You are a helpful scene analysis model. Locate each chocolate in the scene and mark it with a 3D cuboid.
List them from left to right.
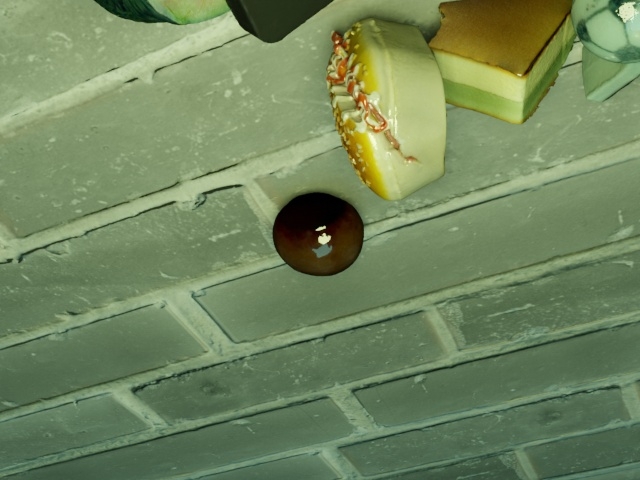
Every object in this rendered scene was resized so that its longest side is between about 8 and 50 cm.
[{"bbox_3d":[0.000,0.000,1.408,0.177,0.176,0.176,-1,137,-1],"label":"chocolate"}]

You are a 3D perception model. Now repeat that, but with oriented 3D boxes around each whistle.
[{"bbox_3d":[0.401,-0.299,1.048,0.164,0.163,0.289,11,161,-13],"label":"whistle"}]

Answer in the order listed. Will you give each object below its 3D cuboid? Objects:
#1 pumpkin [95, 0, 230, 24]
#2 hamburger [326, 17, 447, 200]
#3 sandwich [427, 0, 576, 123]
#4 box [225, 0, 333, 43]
[{"bbox_3d":[-0.225,-0.396,0.900,0.197,0.263,0.292,10,140,34],"label":"pumpkin"},{"bbox_3d":[0.088,-0.189,1.099,0.152,0.295,0.227,-12,125,-2],"label":"hamburger"},{"bbox_3d":[0.263,-0.293,1.136,0.186,0.220,0.108,25,148,27],"label":"sandwich"},{"bbox_3d":[0.017,-0.410,0.906,0.350,0.058,0.211,-37,134,-9],"label":"box"}]
